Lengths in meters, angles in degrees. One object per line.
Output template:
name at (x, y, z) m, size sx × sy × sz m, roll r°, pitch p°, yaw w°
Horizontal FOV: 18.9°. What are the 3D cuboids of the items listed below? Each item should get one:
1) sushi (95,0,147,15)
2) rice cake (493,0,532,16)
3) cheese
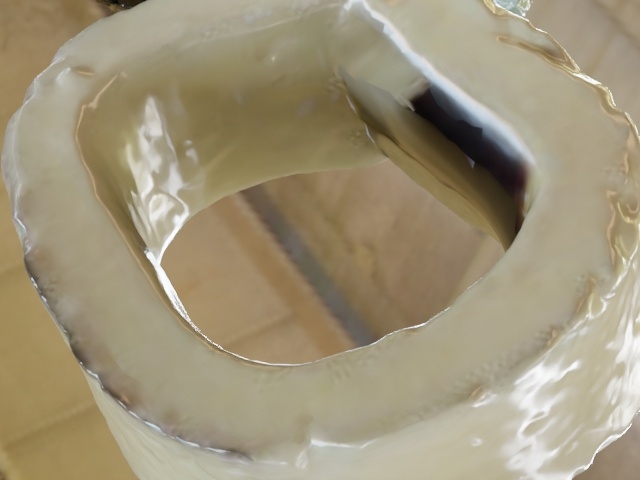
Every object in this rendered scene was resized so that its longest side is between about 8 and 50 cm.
sushi at (-0.106, -0.168, 1.087) m, size 0.273 × 0.109 × 0.134 m, roll 5°, pitch -131°, yaw -26°
rice cake at (0.170, -0.305, 1.749) m, size 0.033 × 0.033 × 0.207 m, roll 16°, pitch -110°, yaw -61°
cheese at (0.003, 0.000, 0.995) m, size 0.292 × 0.153 × 0.332 m, roll -35°, pitch -124°, yaw -12°
